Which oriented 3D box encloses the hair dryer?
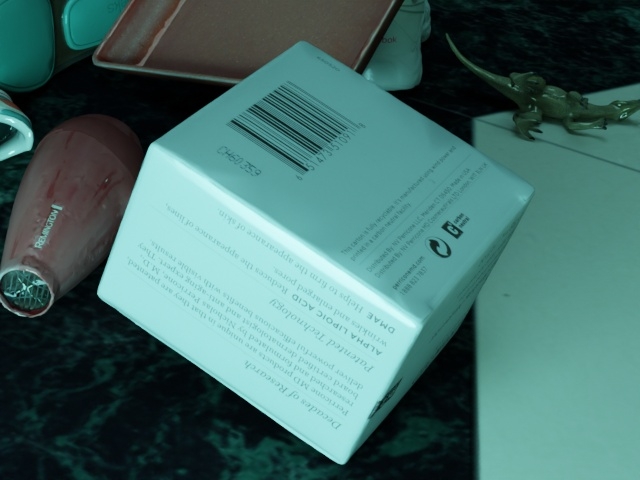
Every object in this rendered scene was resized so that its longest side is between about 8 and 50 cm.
[{"bbox_3d":[-0.094,-0.022,0.971,0.293,0.080,0.223,-22,40,-38],"label":"hair dryer"}]

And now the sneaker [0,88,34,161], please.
[{"bbox_3d":[-0.282,-0.074,1.051,0.161,0.057,0.075,-12,29,-33],"label":"sneaker"}]

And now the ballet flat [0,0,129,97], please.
[{"bbox_3d":[-0.244,-0.177,1.215,0.096,0.095,0.280,6,18,22],"label":"ballet flat"}]

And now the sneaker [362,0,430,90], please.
[{"bbox_3d":[0.063,-0.225,1.308,0.090,0.115,0.232,4,30,-4],"label":"sneaker"}]

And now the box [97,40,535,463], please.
[{"bbox_3d":[0.000,0.000,0.862,0.182,0.119,0.181,34,38,10],"label":"box"}]

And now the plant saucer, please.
[{"bbox_3d":[-0.026,-0.217,1.217,0.259,0.047,0.258,12,60,34],"label":"plant saucer"}]

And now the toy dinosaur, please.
[{"bbox_3d":[0.180,-0.120,1.229,0.183,0.053,0.092,19,17,9],"label":"toy dinosaur"}]
